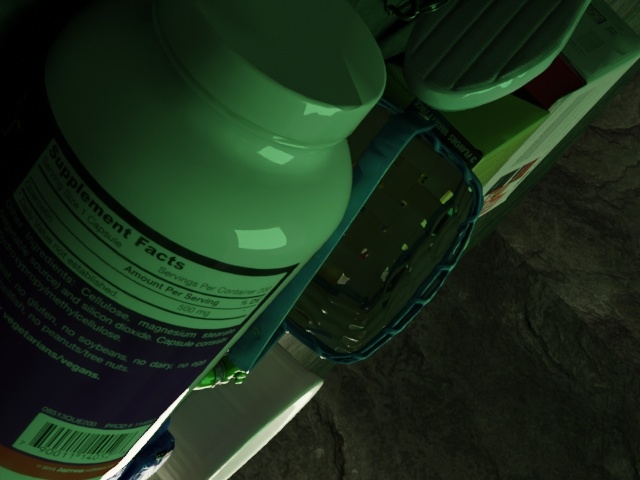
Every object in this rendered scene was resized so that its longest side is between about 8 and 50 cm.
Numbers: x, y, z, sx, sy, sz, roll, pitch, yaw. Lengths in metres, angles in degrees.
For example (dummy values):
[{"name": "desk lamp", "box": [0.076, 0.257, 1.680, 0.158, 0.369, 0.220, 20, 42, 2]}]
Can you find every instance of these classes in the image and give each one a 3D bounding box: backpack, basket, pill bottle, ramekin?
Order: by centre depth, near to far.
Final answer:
[{"name": "pill bottle", "box": [-0.106, -0.012, 0.898, 0.323, 0.181, 0.181, -48, 171, 33]}, {"name": "basket", "box": [0.026, -0.017, 1.442, 0.255, 0.201, 0.289, -53, 173, 17]}, {"name": "backpack", "box": [-0.240, 0.244, 1.918, 0.120, 0.101, 0.098, -27, 156, -53]}, {"name": "ramekin", "box": [-0.139, 0.249, 2.321, 0.277, 0.135, 0.277, -42, 173, -6]}]

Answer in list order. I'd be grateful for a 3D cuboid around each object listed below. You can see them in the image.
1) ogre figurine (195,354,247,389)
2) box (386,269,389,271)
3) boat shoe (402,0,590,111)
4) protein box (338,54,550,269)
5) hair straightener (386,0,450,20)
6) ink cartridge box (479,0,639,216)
[{"name": "ogre figurine", "box": [-0.132, 0.086, 1.583, 0.118, 0.097, 0.197, -26, 158, -21]}, {"name": "box", "box": [0.138, -0.051, 2.325, 0.180, 0.077, 0.147, -42, 172, -8]}, {"name": "boat shoe", "box": [0.195, -0.216, 1.548, 0.335, 0.121, 0.119, -41, 168, -28]}, {"name": "protein box", "box": [0.098, -0.091, 1.682, 0.201, 0.136, 0.200, -49, 171, 32]}, {"name": "hair straightener", "box": [0.133, -0.231, 1.425, 0.230, 0.047, 0.089, -36, 169, -41]}, {"name": "ink cartridge box", "box": [0.221, -0.153, 1.998, 0.309, 0.130, 0.272, -49, 169, 35]}]
